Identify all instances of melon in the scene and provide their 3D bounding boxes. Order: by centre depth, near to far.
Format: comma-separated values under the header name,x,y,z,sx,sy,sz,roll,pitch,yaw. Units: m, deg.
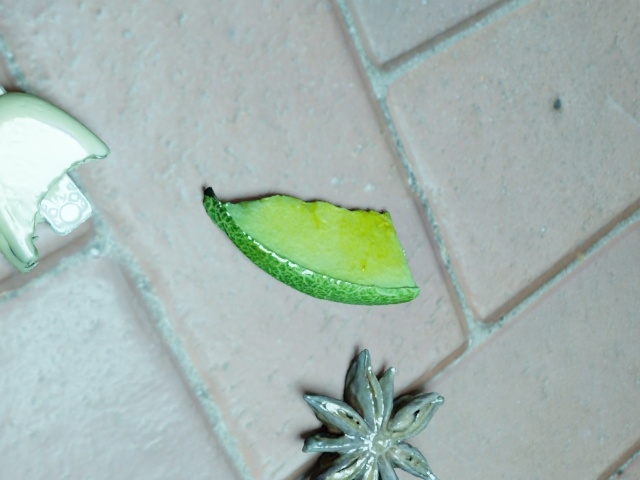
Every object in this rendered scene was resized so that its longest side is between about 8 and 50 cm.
name,x,y,z,sx,sy,sz,roll,pitch,yaw
melon,-0.001,0.000,0.832,0.262,0.053,0.114,20,80,-30

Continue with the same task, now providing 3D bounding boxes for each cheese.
name,x,y,z,sx,sy,sz,roll,pitch,yaw
cheese,-0.271,-0.097,0.669,0.127,0.050,0.235,-41,113,-15

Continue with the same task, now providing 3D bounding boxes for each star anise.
name,x,y,z,sx,sy,sz,roll,pitch,yaw
star anise,0.053,0.210,0.884,0.195,0.065,0.182,-21,102,-21
